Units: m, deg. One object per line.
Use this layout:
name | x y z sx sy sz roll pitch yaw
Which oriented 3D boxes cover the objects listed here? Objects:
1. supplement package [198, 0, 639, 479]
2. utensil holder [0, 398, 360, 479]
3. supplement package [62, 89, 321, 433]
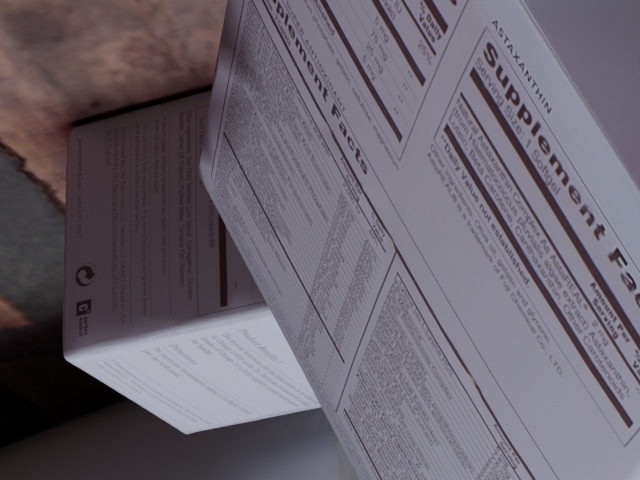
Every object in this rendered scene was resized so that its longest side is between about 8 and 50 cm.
supplement package | 0.104 -0.033 0.537 0.199 0.198 0.263 -22 160 -18
utensil holder | -0.047 0.230 1.000 0.385 0.328 0.327 -22 149 33
supplement package | 0.000 0.000 0.770 0.179 0.105 0.105 -13 152 20
